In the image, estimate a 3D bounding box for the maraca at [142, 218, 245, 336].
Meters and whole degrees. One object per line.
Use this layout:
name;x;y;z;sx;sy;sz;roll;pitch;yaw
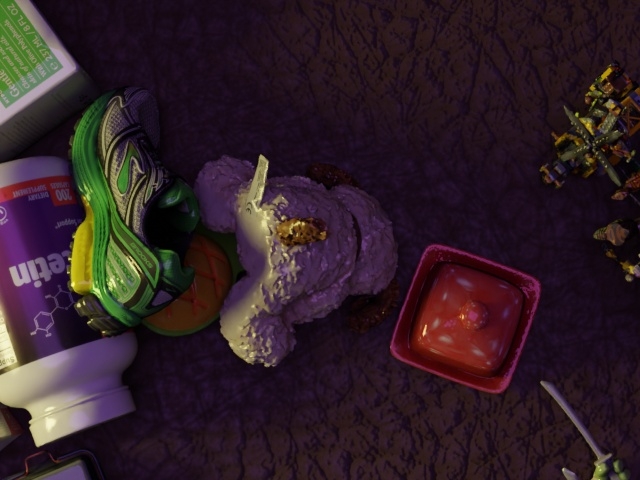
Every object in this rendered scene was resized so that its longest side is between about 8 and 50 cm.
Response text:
maraca;-0.159;0.038;1.437;0.127;0.099;0.185;44;64;0

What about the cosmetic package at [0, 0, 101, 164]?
cosmetic package;-0.482;-0.162;1.433;0.365;0.155;0.197;-38;86;-4

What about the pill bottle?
pill bottle;-0.332;0.073;1.391;0.181;0.181;0.323;-21;84;-1

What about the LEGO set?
LEGO set;0.374;-0.025;1.354;0.192;0.255;0.331;-38;92;-19

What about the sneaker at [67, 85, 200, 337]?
sneaker;-0.204;-0.051;1.373;0.146;0.134;0.343;-22;53;17

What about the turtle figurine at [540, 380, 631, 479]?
turtle figurine;0.363;0.335;1.345;0.266;0.198;0.274;15;88;-1

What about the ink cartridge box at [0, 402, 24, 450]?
ink cartridge box;-0.459;0.178;1.417;0.067;0.115;0.198;-38;84;-2

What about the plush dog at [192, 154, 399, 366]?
plush dog;0.000;0.000;1.387;0.225;0.211;0.262;-6;77;-44

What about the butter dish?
butter dish;0.182;0.093;1.411;0.160;0.118;0.160;20;86;3

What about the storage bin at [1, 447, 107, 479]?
storage bin;-0.327;0.303;1.401;0.135;0.091;0.098;-21;83;-14
